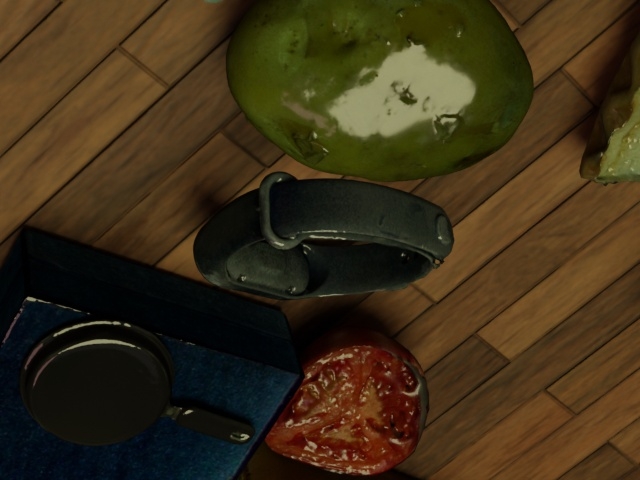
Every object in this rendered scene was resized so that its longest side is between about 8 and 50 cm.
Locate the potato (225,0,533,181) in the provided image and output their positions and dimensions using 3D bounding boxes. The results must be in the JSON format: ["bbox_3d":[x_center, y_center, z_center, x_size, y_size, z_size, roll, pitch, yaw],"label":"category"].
[{"bbox_3d":[0.048,-0.140,1.253,0.253,0.148,0.186,13,107,-13],"label":"potato"}]

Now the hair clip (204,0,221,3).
[{"bbox_3d":[-0.184,-0.317,1.002,0.318,0.238,0.392,13,122,-25],"label":"hair clip"}]

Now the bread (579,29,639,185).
[{"bbox_3d":[0.321,-0.145,1.352,0.128,0.088,0.232,5,133,-23],"label":"bread"}]

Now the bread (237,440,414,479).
[{"bbox_3d":[0.050,0.298,1.588,0.361,0.138,0.077,26,118,-29],"label":"bread"}]

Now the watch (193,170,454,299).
[{"bbox_3d":[0.000,0.000,1.332,0.193,0.068,0.206,-17,157,32],"label":"watch"}]

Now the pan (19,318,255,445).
[{"bbox_3d":[-0.154,0.145,1.349,0.235,0.028,0.136,24,116,-29],"label":"pan"}]

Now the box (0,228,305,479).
[{"bbox_3d":[-0.201,0.154,1.429,0.279,0.116,0.261,20,117,-26],"label":"box"}]

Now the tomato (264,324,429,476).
[{"bbox_3d":[0.031,0.146,1.503,0.166,0.082,0.174,18,125,-21],"label":"tomato"}]
